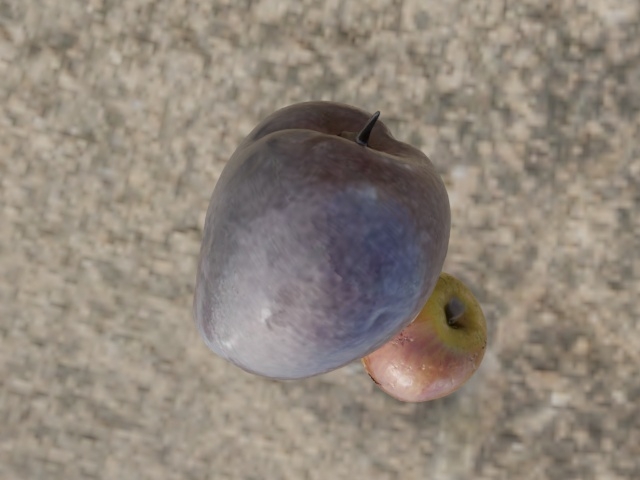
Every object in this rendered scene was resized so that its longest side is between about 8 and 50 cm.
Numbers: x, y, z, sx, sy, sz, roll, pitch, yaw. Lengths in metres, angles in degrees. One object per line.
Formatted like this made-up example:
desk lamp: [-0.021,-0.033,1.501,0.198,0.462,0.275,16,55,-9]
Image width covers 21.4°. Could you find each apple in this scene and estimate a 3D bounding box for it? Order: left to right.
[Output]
apple: [0.105,0.106,1.817,0.146,0.146,0.146,6,145,4]

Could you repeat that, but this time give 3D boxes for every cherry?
cherry: [0.000,0.003,0.990,0.140,0.176,0.176,20,143,-12]
